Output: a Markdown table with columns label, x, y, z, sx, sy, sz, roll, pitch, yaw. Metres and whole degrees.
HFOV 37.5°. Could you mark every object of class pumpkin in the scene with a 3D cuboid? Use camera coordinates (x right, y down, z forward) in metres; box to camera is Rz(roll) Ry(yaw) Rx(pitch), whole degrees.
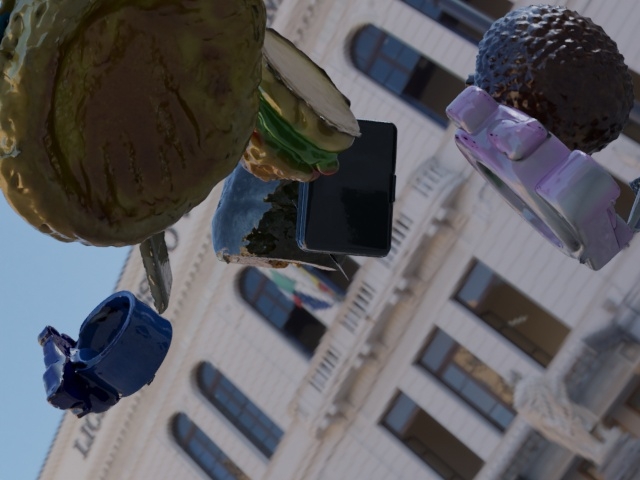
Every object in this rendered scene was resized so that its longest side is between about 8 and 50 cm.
| label | x | y | z | sx | sy | sz | roll | pitch | yaw |
| --- | --- | --- | --- | --- | --- | --- | --- | --- | --- |
| pumpkin | -0.085 | -0.054 | 2.029 | 0.256 | 0.303 | 0.226 | 18 | -106 | -43 |

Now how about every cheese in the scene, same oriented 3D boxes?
| label | x | y | z | sx | sy | sz | roll | pitch | yaw |
| --- | --- | --- | --- | --- | --- | --- | --- | --- | --- |
| cheese | -0.307 | -0.026 | 1.680 | 0.400 | 0.034 | 0.085 | 86 | -169 | -45 |

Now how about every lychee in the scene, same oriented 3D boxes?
| label | x | y | z | sx | sy | sz | roll | pitch | yaw |
| --- | --- | --- | --- | --- | --- | --- | --- | --- | --- |
| lychee | 0.356 | -0.237 | 1.465 | 0.260 | 0.260 | 0.261 | -38 | -30 | -26 |

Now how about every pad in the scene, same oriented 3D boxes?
| label | x | y | z | sx | sy | sz | roll | pitch | yaw |
| --- | --- | --- | --- | --- | --- | --- | --- | --- | --- |
| pad | 0.000 | 0.000 | 1.761 | 0.003 | 0.112 | 0.157 | -35 | -54 | 2 |

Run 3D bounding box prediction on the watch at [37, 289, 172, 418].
| label | x | y | z | sx | sy | sz | roll | pitch | yaw |
| --- | --- | --- | --- | --- | --- | --- | --- | --- | --- |
| watch | -0.358 | 0.190 | 1.608 | 0.200 | 0.196 | 0.171 | -42 | -50 | 6 |

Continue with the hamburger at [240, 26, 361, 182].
| label | x | y | z | sx | sy | sz | roll | pitch | yaw |
| --- | --- | --- | --- | --- | --- | --- | --- | --- | --- |
| hamburger | -0.061 | -0.172 | 1.308 | 0.149 | 0.237 | 0.237 | -44 | -23 | 18 |

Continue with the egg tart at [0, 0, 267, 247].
| label | x | y | z | sx | sy | sz | roll | pitch | yaw |
| --- | --- | --- | --- | --- | --- | --- | --- | --- | --- |
| egg tart | -0.220 | -0.182 | 1.039 | 0.387 | 0.169 | 0.388 | -27 | -50 | -39 |

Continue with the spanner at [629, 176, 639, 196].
| label | x | y | z | sx | sy | sz | roll | pitch | yaw |
| --- | --- | --- | --- | --- | --- | --- | --- | --- | --- |
| spanner | 0.582 | -0.162 | 1.532 | 0.026 | 0.093 | 0.326 | 5 | -64 | -34 |

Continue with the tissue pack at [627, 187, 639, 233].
| label | x | y | z | sx | sy | sz | roll | pitch | yaw |
| --- | --- | --- | --- | --- | --- | --- | --- | --- | --- |
| tissue pack | 0.510 | -0.065 | 1.424 | 0.193 | 0.026 | 0.123 | -12 | -56 | -51 |

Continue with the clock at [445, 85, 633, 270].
| label | x | y | z | sx | sy | sz | roll | pitch | yaw |
| --- | --- | --- | --- | --- | --- | --- | --- | --- | --- |
| clock | 0.273 | -0.081 | 1.193 | 0.090 | 0.248 | 0.227 | -45 | -29 | 3 |

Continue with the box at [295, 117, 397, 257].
| label | x | y | z | sx | sy | sz | roll | pitch | yaw |
| --- | --- | --- | --- | --- | --- | --- | --- | --- | --- |
| box | 0.044 | -0.090 | 1.561 | 0.050 | 0.160 | 0.230 | 147 | 128 | -79 |
